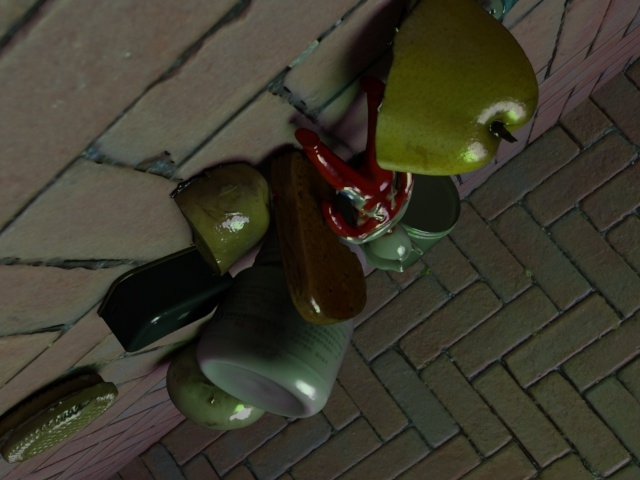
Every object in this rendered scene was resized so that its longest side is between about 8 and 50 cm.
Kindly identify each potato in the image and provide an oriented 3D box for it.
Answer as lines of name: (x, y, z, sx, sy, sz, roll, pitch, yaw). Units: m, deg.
potato: (-0.126, -0.028, 0.897, 0.138, 0.098, 0.243, -36, 170, -14)

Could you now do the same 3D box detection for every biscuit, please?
biscuit: (-0.002, 0.000, 0.986, 0.052, 0.276, 0.262, -12, 177, 22)
biscuit: (-0.537, 0.359, 1.219, 0.259, 0.079, 0.259, -35, 168, -9)

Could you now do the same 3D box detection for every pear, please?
pear: (0.197, -0.194, 0.805, 0.267, 0.178, 0.266, -50, 153, -37)

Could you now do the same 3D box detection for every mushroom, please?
mushroom: (-0.253, 0.349, 1.621, 0.298, 0.298, 0.289, -18, 133, -59)

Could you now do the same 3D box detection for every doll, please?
doll: (0.086, -0.075, 0.980, 0.188, 0.099, 0.384, -39, 138, -12)

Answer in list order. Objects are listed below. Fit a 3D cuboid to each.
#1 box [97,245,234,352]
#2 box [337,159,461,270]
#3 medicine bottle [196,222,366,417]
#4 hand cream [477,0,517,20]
box: (-0.254, 0.097, 1.014, 0.201, 0.090, 0.144, -25, 164, -47)
box: (0.157, -0.069, 1.240, 0.226, 0.226, 0.149, -28, 165, -39)
medicine bottle: (-0.060, 0.140, 1.142, 0.324, 0.256, 0.256, -67, -176, -30)
hand cream: (0.315, -0.396, 0.918, 0.224, 0.048, 0.083, -39, 171, -26)
